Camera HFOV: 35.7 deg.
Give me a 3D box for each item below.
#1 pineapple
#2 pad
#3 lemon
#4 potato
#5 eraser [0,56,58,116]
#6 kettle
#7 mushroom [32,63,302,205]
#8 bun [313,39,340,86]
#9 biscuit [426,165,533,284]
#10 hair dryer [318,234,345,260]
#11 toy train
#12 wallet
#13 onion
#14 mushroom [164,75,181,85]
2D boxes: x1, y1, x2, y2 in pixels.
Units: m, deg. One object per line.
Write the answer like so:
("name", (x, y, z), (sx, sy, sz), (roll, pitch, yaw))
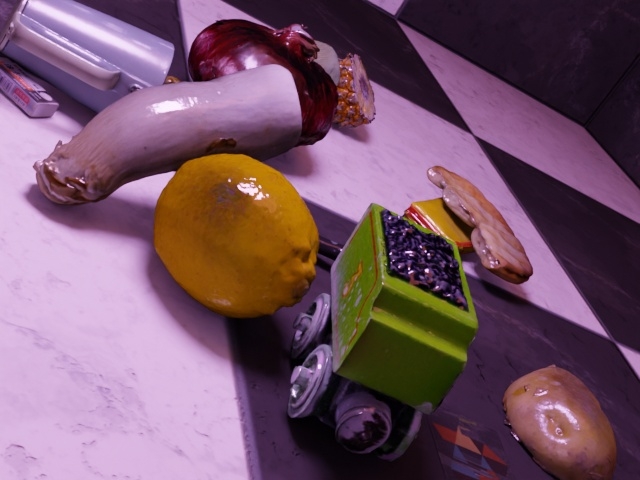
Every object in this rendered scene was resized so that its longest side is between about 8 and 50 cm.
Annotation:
("pineapple", (0.038, -0.328, 2.250), (0.176, 0.137, 0.161), (30, 51, -67))
("pad", (0.216, 0.308, 1.367), (0.143, 0.003, 0.211), (26, 24, -21))
("lemon", (-0.109, -0.007, 1.290), (0.260, 0.204, 0.204), (39, 22, 28))
("potato", (0.360, 0.269, 1.528), (0.138, 0.098, 0.243), (13, 29, -38))
("eraser", (-0.453, -0.231, 1.492), (0.122, 0.029, 0.052), (42, 21, 16))
("kettle", (-0.365, -0.279, 1.523), (0.243, 0.160, 0.210), (25, 19, -25))
("mushroom", (-0.202, -0.140, 1.370), (0.397, 0.177, 0.126), (-15, 65, -41))
("bun", (-0.062, -0.354, 2.122), (0.221, 0.108, 0.221), (2, 34, -1))
("biscuit", (0.330, -0.032, 2.016), (0.154, 0.045, 0.299), (8, 44, -44))
("hair dryer", (0.000, 0.000, 1.632), (0.219, 0.075, 0.195), (25, 13, -4))
("toy train", (0.077, 0.116, 1.244), (0.173, 0.249, 0.307), (27, 24, -12))
("wallet", (0.278, -0.025, 2.059), (0.141, 0.067, 0.241), (49, 30, 21))
("onion", (-0.101, -0.301, 1.852), (0.314, 0.232, 0.314), (30, 22, -14))
("mushroom", (-0.199, -0.151, 1.604), (0.312, 0.081, 0.100), (54, -3, 32))
